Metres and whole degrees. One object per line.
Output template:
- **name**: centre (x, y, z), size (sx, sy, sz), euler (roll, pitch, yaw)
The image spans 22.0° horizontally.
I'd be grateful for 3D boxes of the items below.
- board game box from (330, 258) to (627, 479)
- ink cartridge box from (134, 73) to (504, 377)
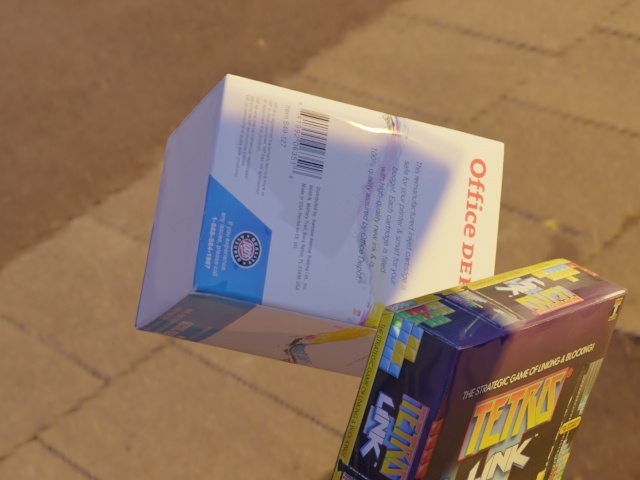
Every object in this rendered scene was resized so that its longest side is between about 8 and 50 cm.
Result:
- **board game box**: centre (0.079, 0.091, 0.836), size (0.048, 0.141, 0.170), euler (30, 25, 30)
- **ink cartridge box**: centre (0.000, 0.000, 1.273), size (0.233, 0.168, 0.171), euler (14, 72, -17)
